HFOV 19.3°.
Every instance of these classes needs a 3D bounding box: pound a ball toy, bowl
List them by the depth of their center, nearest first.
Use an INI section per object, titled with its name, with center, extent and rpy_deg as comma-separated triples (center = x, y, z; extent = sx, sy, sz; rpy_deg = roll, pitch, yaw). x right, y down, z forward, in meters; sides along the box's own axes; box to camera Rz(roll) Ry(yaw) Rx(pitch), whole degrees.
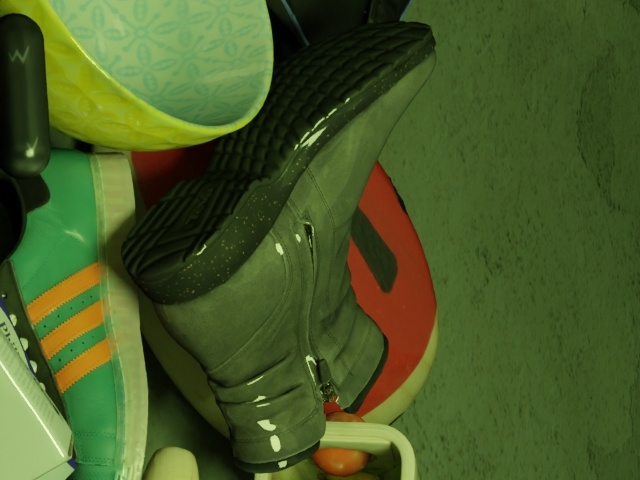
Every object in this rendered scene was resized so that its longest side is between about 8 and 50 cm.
[bowl]
center = -0.186, -0.178, 1.406
extent = 0.289, 0.156, 0.289
rpy_deg = 37, 38, -36
[pound a ball toy]
center = -0.018, 0.218, 1.567
extent = 0.319, 0.208, 0.136
rpy_deg = 71, 23, -69

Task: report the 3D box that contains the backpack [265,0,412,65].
[backpack]
center = 0.002, -0.304, 1.680
extent = 0.263, 0.213, 0.276
rpy_deg = -49, 133, -17

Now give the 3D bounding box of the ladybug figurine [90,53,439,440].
[ladybug figurine]
center = -0.031, 0.007, 1.621
extent = 0.449, 0.162, 0.305
rpy_deg = 53, 41, -37

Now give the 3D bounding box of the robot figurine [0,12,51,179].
[robot figurine]
center = -0.300, -0.089, 1.203
extent = 0.209, 0.173, 0.278
rpy_deg = 15, 70, -55

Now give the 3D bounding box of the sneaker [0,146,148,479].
[sneaker]
center = -0.196, 0.075, 1.381
extent = 0.121, 0.108, 0.302
rpy_deg = 1, 67, -18

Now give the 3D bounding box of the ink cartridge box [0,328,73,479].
[ink cartridge box]
center = -0.286, 0.080, 1.025
extent = 0.224, 0.223, 0.045
rpy_deg = 59, 4, -17

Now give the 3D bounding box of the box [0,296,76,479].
[box]
center = -0.237, 0.108, 1.127
extent = 0.072, 0.137, 0.126
rpy_deg = -47, 121, -55

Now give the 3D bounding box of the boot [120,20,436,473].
[boot]
center = 0.000, 0.000, 1.460
extent = 0.338, 0.118, 0.223
rpy_deg = -46, 125, -27
